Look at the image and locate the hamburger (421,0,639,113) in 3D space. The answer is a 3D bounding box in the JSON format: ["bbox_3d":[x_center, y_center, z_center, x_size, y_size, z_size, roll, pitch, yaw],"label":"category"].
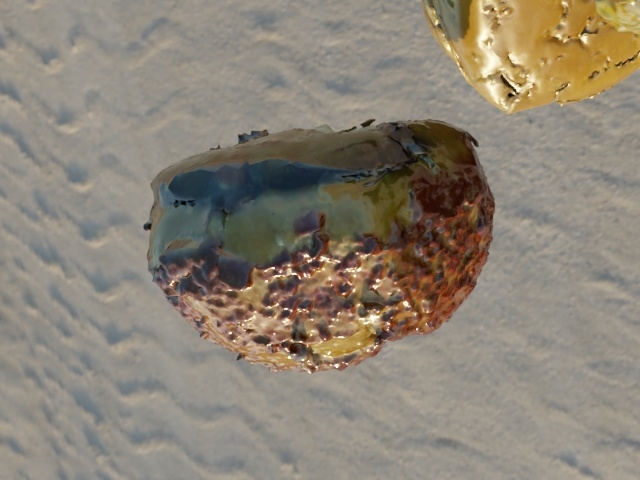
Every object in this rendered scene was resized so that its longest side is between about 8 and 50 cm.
[{"bbox_3d":[0.170,-0.196,0.788,0.108,0.214,0.213,-115,27,-43],"label":"hamburger"}]

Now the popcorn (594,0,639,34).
[{"bbox_3d":[0.178,-0.144,0.591,0.057,0.083,0.082,60,156,11],"label":"popcorn"}]

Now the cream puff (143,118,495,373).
[{"bbox_3d":[0.001,0.000,0.733,0.240,0.240,0.164,1,94,51],"label":"cream puff"}]
